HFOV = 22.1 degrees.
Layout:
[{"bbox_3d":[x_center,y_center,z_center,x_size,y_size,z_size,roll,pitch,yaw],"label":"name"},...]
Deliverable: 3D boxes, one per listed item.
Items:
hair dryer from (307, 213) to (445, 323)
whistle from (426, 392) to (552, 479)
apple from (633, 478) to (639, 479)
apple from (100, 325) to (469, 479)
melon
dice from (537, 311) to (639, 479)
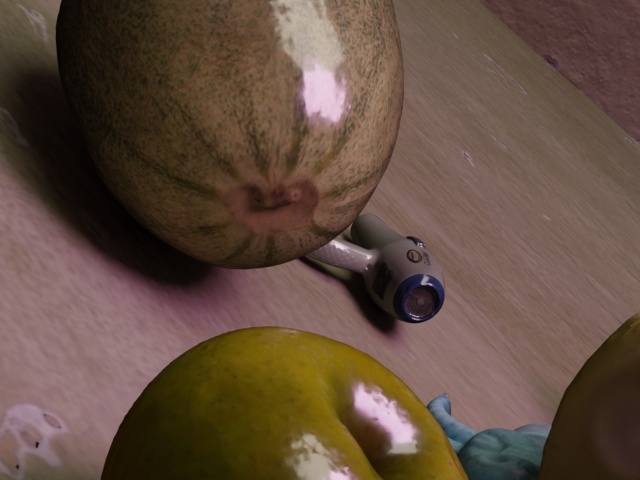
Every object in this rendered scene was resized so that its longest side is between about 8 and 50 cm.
[{"bbox_3d":[0.006,-0.002,1.363,0.199,0.067,0.167,23,12,-8],"label":"hair dryer"},{"bbox_3d":[0.143,0.175,1.139,0.186,0.093,0.274,19,10,15],"label":"whistle"},{"bbox_3d":[0.157,0.207,0.779,0.201,0.162,0.201,8,22,-3],"label":"apple"},{"bbox_3d":[-0.019,0.138,0.790,0.196,0.157,0.196,35,21,-15],"label":"apple"},{"bbox_3d":[-0.061,-0.123,1.160,0.248,0.248,0.329,28,27,-35],"label":"melon"},{"bbox_3d":[0.280,0.178,0.992,0.227,0.238,0.233,8,4,-40],"label":"dice"}]
